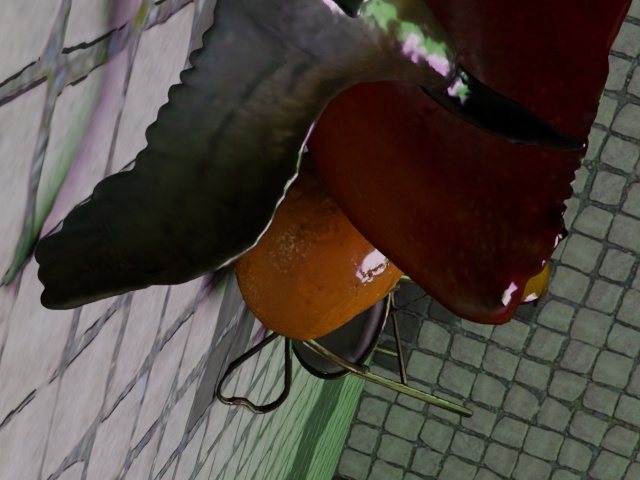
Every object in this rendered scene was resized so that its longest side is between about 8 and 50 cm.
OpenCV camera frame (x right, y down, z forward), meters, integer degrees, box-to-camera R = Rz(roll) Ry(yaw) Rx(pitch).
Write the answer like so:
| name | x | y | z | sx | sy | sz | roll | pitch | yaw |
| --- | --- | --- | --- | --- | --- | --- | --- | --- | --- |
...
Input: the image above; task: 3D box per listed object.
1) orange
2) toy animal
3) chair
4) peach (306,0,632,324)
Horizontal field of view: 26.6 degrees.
| name | x | y | z | sx | sy | sz | roll | pitch | yaw |
| --- | --- | --- | --- | --- | --- | --- | --- | --- | --- |
| orange | 0.001 | -0.001 | 0.923 | 0.135 | 0.117 | 0.135 | -27 | 177 | -2 |
| toy animal | 0.007 | -0.077 | 0.509 | 0.160 | 0.197 | 0.272 | 77 | 38 | -73 |
| chair | 0.022 | 0.058 | 1.224 | 0.325 | 0.170 | 0.160 | 12 | 106 | -39 |
| peach | 0.075 | -0.112 | 0.814 | 0.258 | 0.201 | 0.362 | 105 | 5 | -52 |
